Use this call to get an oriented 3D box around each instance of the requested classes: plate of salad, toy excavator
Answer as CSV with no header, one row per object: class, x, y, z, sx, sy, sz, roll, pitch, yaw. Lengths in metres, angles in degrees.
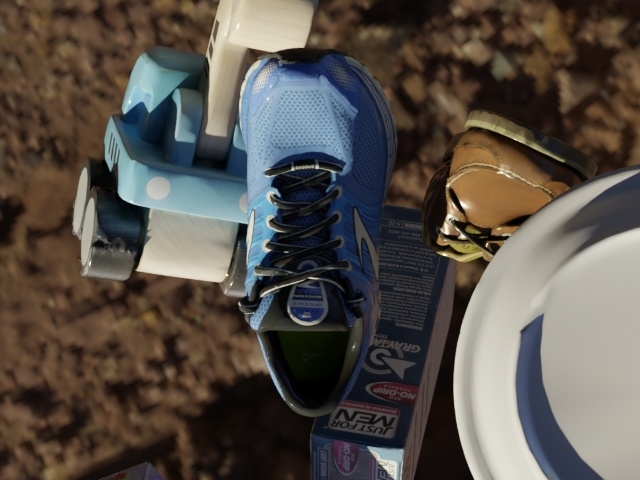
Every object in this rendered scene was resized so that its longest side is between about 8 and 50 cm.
plate of salad,0.159,0.064,0.853,0.200,0.200,0.048,-38,166,8
toy excavator,-0.126,-0.155,2.161,0.222,0.433,0.445,8,104,-14

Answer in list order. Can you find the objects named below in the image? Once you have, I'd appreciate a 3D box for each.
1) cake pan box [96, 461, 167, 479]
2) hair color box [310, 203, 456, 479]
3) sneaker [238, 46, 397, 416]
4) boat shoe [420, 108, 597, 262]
cake pan box,-0.217,0.359,1.981,0.267,0.070,0.246,-24,124,25
hair color box,0.073,0.142,2.130,0.105,0.347,0.174,9,137,8
sneaker,0.000,0.000,1.529,0.129,0.147,0.330,-3,122,4
boat shoe,0.143,-0.031,1.546,0.104,0.110,0.307,-63,179,-4
